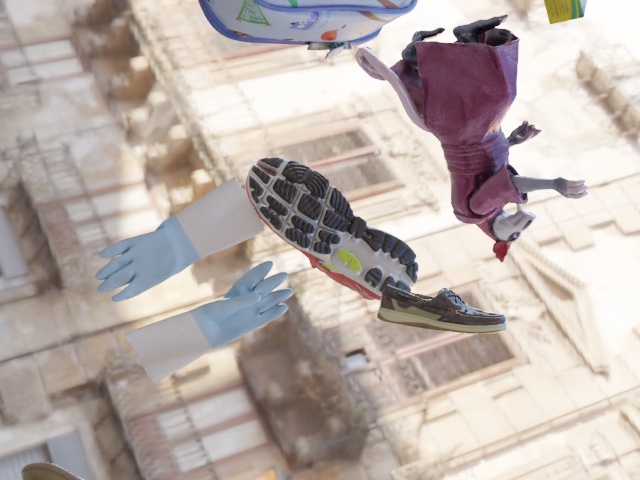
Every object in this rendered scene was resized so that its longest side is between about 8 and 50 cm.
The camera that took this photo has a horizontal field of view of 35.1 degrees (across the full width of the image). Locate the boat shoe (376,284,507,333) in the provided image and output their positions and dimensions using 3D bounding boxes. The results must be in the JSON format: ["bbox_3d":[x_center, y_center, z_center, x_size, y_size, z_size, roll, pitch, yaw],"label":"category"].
[{"bbox_3d":[0.141,0.079,1.174,0.056,0.152,0.049,0,96,-78],"label":"boat shoe"}]

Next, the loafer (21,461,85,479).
[{"bbox_3d":[-0.258,0.276,1.061,0.148,0.050,0.056,14,-31,21],"label":"loafer"}]

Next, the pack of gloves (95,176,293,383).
[{"bbox_3d":[-0.162,0.059,1.304,0.195,0.232,0.046,61,1,-17],"label":"pack of gloves"}]

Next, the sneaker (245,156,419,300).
[{"bbox_3d":[0.000,0.000,1.375,0.279,0.107,0.118,39,-26,-14],"label":"sneaker"}]

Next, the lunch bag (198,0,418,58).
[{"bbox_3d":[-0.022,-0.342,1.054,0.115,0.243,0.304,-23,-104,57],"label":"lunch bag"}]

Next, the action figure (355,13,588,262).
[{"bbox_3d":[0.227,-0.139,1.523,0.248,0.275,0.370,-114,-167,-78],"label":"action figure"}]

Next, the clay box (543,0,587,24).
[{"bbox_3d":[0.310,-0.417,1.344,0.053,0.127,0.222,-6,-56,25],"label":"clay box"}]
